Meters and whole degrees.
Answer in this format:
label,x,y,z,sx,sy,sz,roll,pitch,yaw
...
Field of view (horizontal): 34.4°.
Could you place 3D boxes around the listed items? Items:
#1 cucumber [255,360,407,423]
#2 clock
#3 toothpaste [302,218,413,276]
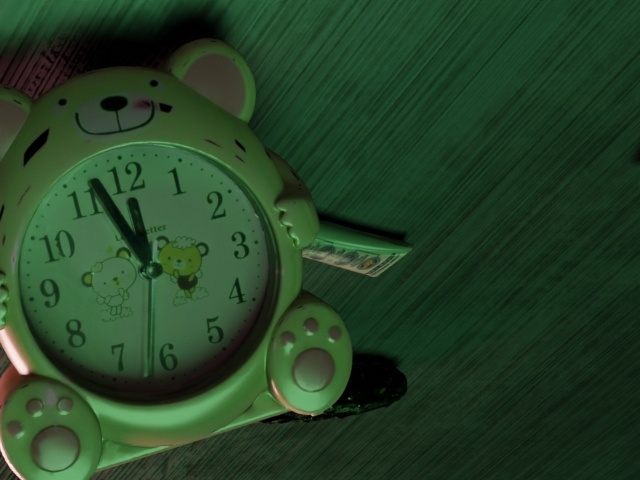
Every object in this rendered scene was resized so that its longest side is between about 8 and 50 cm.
label,x,y,z,sx,sy,sz,roll,pitch,yaw
cucumber,-0.014,0.178,1.230,0.304,0.081,0.072,4,106,-31
clock,-0.138,0.014,0.805,0.284,0.114,0.309,-15,99,-14
toothpaste,0.000,0.000,1.050,0.239,0.039,0.062,16,132,-43
